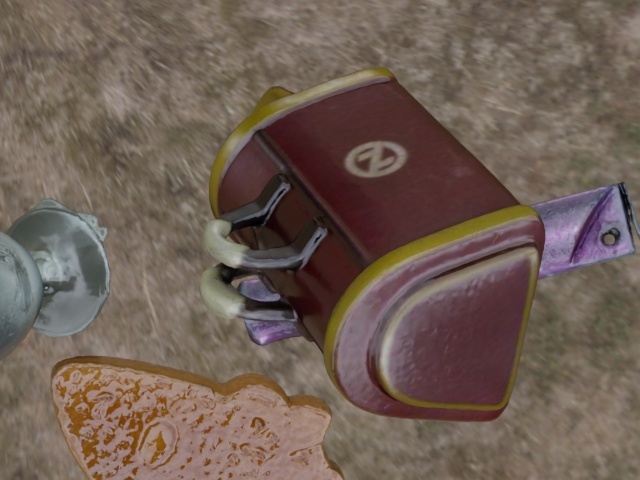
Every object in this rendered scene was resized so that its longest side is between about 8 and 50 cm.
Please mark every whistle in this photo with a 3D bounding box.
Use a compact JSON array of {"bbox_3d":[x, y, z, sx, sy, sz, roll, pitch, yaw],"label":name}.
[{"bbox_3d":[0.049,0.011,0.671,0.176,0.033,0.033,-14,106,9],"label":"whistle"}]

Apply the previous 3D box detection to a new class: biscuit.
[{"bbox_3d":[-0.074,0.168,1.079,0.280,0.043,0.183,36,93,-13],"label":"biscuit"}]

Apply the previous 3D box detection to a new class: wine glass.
[{"bbox_3d":[-0.229,0.035,1.033,0.103,0.222,0.103,3,99,21],"label":"wine glass"}]

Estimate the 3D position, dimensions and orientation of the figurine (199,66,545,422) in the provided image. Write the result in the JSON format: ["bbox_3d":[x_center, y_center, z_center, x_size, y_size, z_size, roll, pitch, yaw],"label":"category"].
[{"bbox_3d":[0.000,-0.001,0.552,0.098,0.154,0.082,-11,125,-23],"label":"figurine"}]
